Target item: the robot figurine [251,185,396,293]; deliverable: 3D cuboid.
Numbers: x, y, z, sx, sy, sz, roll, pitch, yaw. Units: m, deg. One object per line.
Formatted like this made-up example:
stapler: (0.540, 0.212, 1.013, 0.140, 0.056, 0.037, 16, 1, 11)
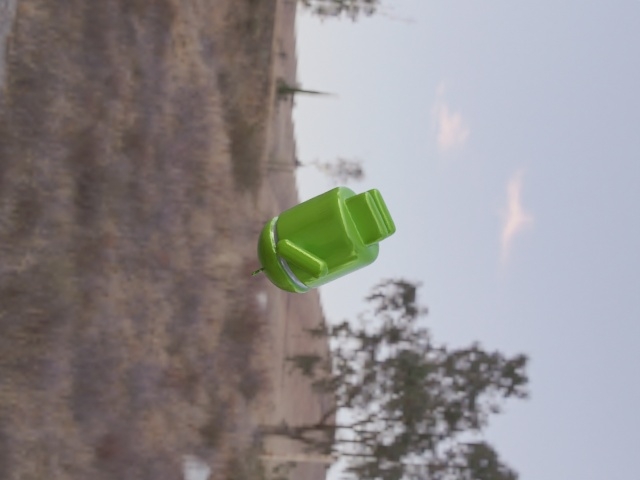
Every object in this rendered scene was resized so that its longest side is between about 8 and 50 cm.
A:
robot figurine: (0.000, 0.000, 0.868, 0.067, 0.115, 0.101, 65, 20, -2)
